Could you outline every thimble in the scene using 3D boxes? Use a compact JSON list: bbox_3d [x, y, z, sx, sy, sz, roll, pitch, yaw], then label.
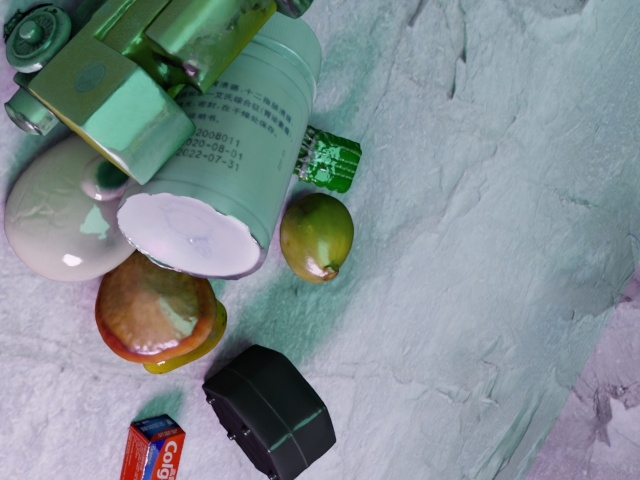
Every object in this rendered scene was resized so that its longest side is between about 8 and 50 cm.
[{"bbox_3d":[-0.002,-0.132,1.420,0.130,0.118,0.090,6,107,-66],"label":"thimble"}]

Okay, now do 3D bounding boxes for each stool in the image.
[{"bbox_3d":[-0.089,0.301,1.536,0.141,0.232,0.232,-38,137,-21],"label":"stool"}]

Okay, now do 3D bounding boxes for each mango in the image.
[{"bbox_3d":[-0.218,0.154,1.420,0.161,0.076,0.103,-41,145,-6],"label":"mango"}]

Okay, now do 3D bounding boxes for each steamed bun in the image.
[{"bbox_3d":[-0.298,-0.042,1.167,0.228,0.130,0.177,-47,138,-9],"label":"steamed bun"}]

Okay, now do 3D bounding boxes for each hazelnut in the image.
[{"bbox_3d":[-0.243,0.089,1.289,0.182,0.182,0.182,-25,130,-33],"label":"hazelnut"}]

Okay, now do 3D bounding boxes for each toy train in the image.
[{"bbox_3d":[-0.190,-0.256,1.044,0.397,0.253,0.160,-49,141,-8],"label":"toy train"}]

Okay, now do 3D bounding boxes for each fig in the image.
[{"bbox_3d":[-0.007,-0.005,1.500,0.136,0.120,0.153,-1,92,-39],"label":"fig"}]

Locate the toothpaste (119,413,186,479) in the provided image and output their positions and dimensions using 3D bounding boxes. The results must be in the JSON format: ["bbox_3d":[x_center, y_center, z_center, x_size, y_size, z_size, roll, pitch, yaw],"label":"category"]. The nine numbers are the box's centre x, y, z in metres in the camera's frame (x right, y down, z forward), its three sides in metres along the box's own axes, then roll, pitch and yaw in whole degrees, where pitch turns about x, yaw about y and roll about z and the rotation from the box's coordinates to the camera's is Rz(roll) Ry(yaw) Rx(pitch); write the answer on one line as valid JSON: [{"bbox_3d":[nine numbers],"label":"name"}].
[{"bbox_3d":[-0.306,0.455,1.530,0.076,0.066,0.320,-7,120,-43],"label":"toothpaste"}]

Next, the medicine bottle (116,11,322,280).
[{"bbox_3d":[-0.119,-0.136,1.143,0.190,0.190,0.332,55,42,-48],"label":"medicine bottle"}]
